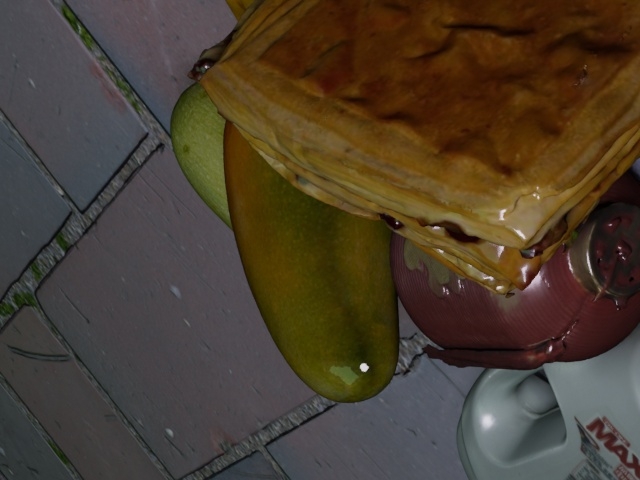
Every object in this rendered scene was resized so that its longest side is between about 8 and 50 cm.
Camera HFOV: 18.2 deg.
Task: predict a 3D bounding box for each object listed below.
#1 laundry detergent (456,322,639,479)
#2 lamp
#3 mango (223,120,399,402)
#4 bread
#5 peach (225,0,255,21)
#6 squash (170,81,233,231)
[{"bbox_3d":[0.256,0.155,1.613,0.264,0.125,0.398,48,152,13],"label":"laundry detergent"},{"bbox_3d":[0.153,0.017,1.540,0.258,0.180,0.180,-7,117,59],"label":"lamp"},{"bbox_3d":[-0.004,0.000,1.644,0.146,0.129,0.289,-20,69,37],"label":"mango"},{"bbox_3d":[0.098,-0.099,1.389,0.324,0.277,0.167,26,149,36],"label":"bread"},{"bbox_3d":[-0.012,-0.195,1.596,0.179,0.103,0.179,44,176,4],"label":"peach"},{"bbox_3d":[-0.045,-0.059,1.812,0.247,0.132,0.132,41,152,21],"label":"squash"}]
